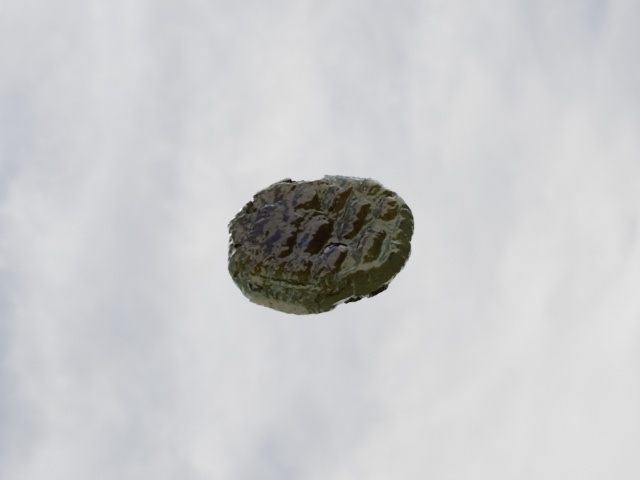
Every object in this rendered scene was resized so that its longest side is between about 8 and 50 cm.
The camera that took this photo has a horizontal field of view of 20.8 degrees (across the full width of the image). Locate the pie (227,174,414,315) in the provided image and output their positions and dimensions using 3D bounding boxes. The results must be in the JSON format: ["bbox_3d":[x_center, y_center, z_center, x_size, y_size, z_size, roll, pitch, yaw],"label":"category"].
[{"bbox_3d":[0.000,0.000,0.757,0.084,0.084,0.020,-52,-32,-34],"label":"pie"}]
